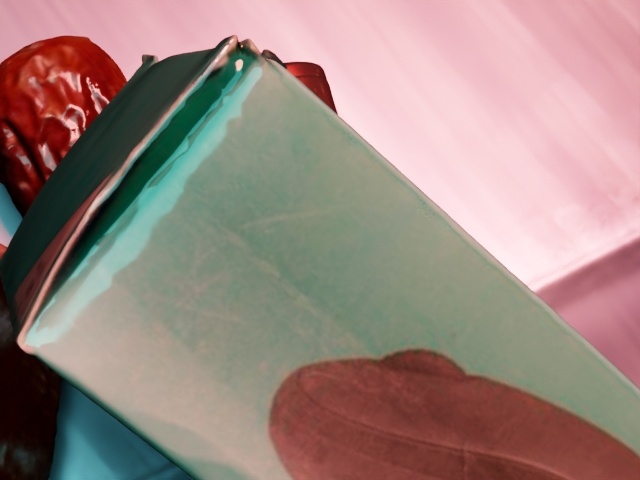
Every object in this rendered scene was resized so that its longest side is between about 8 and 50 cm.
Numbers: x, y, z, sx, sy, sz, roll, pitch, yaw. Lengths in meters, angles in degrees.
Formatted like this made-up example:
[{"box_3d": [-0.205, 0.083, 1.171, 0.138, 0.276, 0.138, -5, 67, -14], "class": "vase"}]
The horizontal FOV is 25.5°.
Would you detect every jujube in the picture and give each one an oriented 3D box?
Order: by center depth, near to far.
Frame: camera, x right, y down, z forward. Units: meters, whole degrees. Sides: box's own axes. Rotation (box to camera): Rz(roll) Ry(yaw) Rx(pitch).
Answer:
[{"box_3d": [-0.107, -0.031, 0.659, 0.077, 0.077, 0.129, -31, 92, -15], "class": "jujube"}]

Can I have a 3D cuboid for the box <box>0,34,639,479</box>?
[{"box_3d": [0.030, 0.071, 0.531, 0.311, 0.205, 0.118, 42, 82, -15], "class": "box"}]

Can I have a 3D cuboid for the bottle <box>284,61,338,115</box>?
[{"box_3d": [0.000, 0.000, 0.672, 0.060, 0.060, 0.164, -15, 77, -12], "class": "bottle"}]

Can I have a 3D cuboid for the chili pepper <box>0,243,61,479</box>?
[{"box_3d": [-0.185, 0.030, 0.540, 0.144, 0.253, 0.136, -33, 63, -8], "class": "chili pepper"}]
